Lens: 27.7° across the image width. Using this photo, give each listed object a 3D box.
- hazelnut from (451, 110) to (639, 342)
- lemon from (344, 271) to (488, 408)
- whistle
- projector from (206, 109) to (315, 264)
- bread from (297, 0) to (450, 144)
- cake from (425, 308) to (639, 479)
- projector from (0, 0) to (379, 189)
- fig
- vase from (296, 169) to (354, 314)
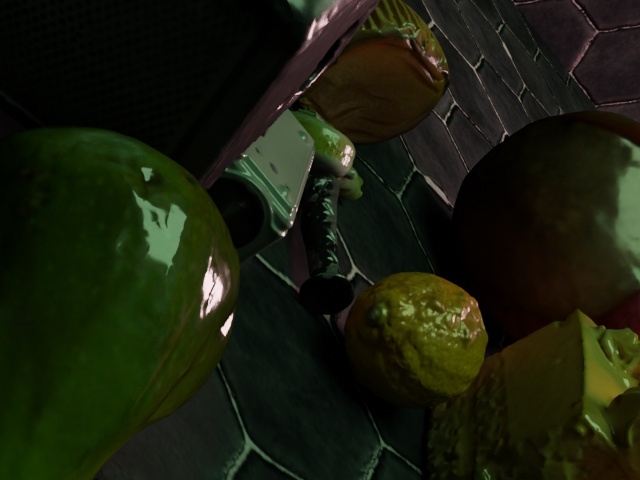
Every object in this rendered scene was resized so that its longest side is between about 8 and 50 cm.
[{"bbox_3d":[0.355,-0.001,1.795,0.366,0.366,0.366,46,24,-29],"label":"hazelnut"},{"bbox_3d":[0.095,0.101,1.332,0.187,0.142,0.142,28,36,-54],"label":"lemon"},{"bbox_3d":[0.006,-0.096,1.482,0.104,0.057,0.198,20,-7,26],"label":"whistle"},{"bbox_3d":[-0.117,-0.122,1.225,0.256,0.099,0.192,51,24,-18],"label":"projector"},{"bbox_3d":[0.059,-0.220,1.623,0.199,0.199,0.104,35,30,-46],"label":"bread"},{"bbox_3d":[0.284,0.226,1.378,0.222,0.286,0.227,51,23,-20],"label":"cake"},{"bbox_3d":[-0.149,-0.277,1.000,0.405,0.242,0.395,39,34,-2],"label":"projector"},{"bbox_3d":[-0.161,0.070,0.807,0.206,0.206,0.275,43,49,-35],"label":"fig"},{"bbox_3d":[0.000,0.000,1.373,0.059,0.059,0.167,42,27,-37],"label":"vase"}]
